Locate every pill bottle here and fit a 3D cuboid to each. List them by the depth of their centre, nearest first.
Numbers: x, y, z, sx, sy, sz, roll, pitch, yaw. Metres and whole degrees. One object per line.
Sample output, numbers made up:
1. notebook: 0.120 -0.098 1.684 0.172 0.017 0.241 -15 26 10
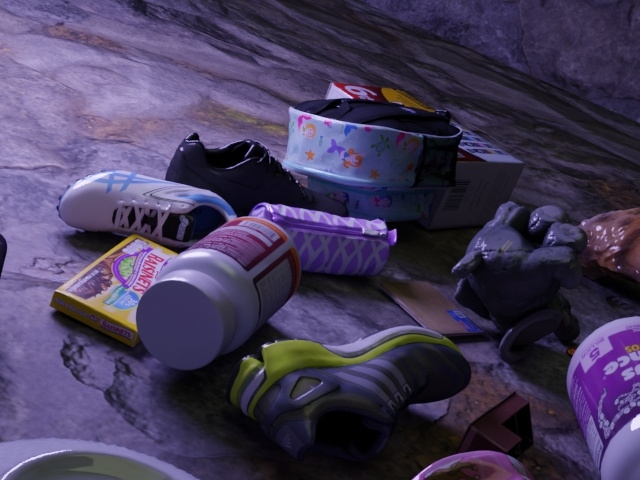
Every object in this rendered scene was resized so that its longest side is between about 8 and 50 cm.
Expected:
1. pill bottle: 0.383 0.221 1.221 0.169 0.169 0.301 18 23 -8
2. pill bottle: -0.111 0.056 1.226 0.121 0.121 0.221 26 23 11

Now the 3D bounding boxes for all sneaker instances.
1. sneaker: 0.050 0.171 1.158 0.300 0.111 0.121 -5 43 -36
2. sneaker: -0.211 -0.035 1.390 0.237 0.085 0.086 5 19 -31
3. sneaker: -0.080 -0.071 1.532 0.286 0.130 0.109 9 23 -29

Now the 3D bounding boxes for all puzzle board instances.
1. puzzle board: 0.151 0.095 1.510 0.096 0.011 0.128 2 30 -40

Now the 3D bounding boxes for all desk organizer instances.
1. desk organizer: 0.204 0.218 1.234 0.050 0.047 0.130 34 26 22

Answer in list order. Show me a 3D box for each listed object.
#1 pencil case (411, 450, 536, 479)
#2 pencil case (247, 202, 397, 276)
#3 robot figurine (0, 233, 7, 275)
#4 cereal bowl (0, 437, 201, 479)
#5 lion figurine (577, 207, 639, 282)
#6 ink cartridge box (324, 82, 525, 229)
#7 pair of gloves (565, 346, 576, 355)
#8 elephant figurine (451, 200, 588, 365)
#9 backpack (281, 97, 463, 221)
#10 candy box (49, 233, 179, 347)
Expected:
1. pencil case: 0.194 0.329 0.837 0.167 0.160 0.386 33 10 -42
2. pencil case: 0.000 0.000 1.490 0.206 0.086 0.088 6 -18 -26
3. robot figurine: -0.424 -0.030 1.078 0.174 0.209 0.278 -12 27 0
4. cereal bowl: -0.161 0.243 0.743 0.339 0.141 0.339 18 22 -7
5. lion figurine: 0.568 0.071 1.747 0.240 0.142 0.392 -18 38 -4
6. ink cartridge box: 0.186 -0.152 1.941 0.272 0.130 0.309 -4 33 -47
7. pair of gloves: 0.393 0.168 1.554 0.074 0.010 0.083 36 26 33
8. elephant figurine: 0.268 0.083 1.473 0.186 0.239 0.169 9 41 9
9. backpack: 0.066 -0.130 1.691 0.225 0.191 0.254 19 10 38
10. candy box: -0.215 0.053 1.268 0.105 0.027 0.206 27 23 5
